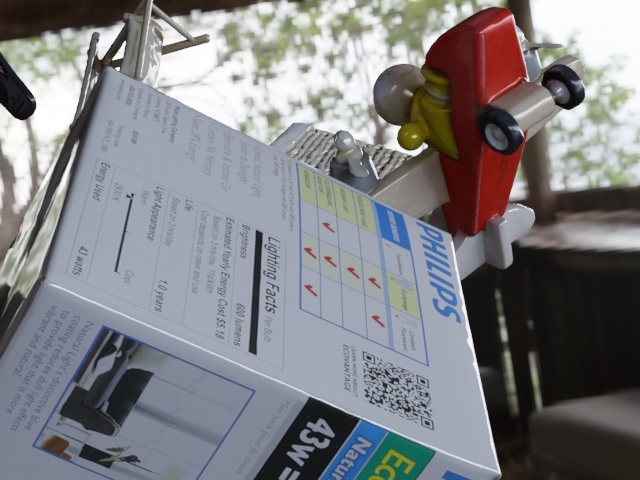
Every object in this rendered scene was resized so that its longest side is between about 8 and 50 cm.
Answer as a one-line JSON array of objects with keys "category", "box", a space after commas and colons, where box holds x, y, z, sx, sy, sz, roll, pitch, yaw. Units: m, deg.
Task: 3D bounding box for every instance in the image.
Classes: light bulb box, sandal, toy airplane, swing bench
[{"category": "light bulb box", "box": [-0.080, 0.088, 1.049, 0.361, 0.225, 0.358, 26, 27, -16]}, {"category": "sandal", "box": [-0.457, -0.235, 1.723, 0.067, 0.179, 0.040, -43, -2, 41]}, {"category": "toy airplane", "box": [0.179, -0.130, 1.712, 0.272, 0.384, 0.386, 41, 16, 25]}, {"category": "swing bench", "box": [-0.362, -0.291, 2.401, 0.255, 0.253, 0.165, -27, -47, 31]}]

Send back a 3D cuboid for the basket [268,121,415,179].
[{"category": "basket", "box": [0.000, 0.000, 2.323, 0.266, 0.328, 0.331, 15, 27, 11]}]
